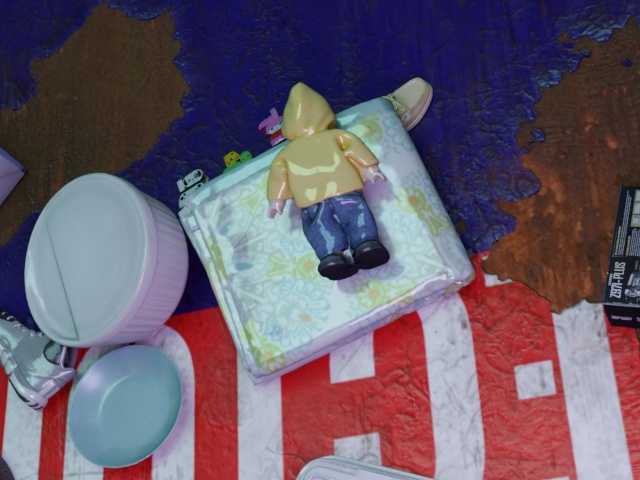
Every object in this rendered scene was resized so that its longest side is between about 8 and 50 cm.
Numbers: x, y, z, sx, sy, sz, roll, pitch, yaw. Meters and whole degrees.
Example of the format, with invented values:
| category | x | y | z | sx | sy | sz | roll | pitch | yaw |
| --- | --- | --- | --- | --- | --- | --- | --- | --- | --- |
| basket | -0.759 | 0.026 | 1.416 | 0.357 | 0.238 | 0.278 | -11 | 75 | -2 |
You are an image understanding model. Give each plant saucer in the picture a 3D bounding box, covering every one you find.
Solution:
| category | x | y | z | sx | sy | sz | roll | pitch | yaw |
| --- | --- | --- | --- | --- | --- | --- | --- | --- | --- |
| plant saucer | -0.289 | 0.255 | 1.774 | 0.195 | 0.037 | 0.195 | -9 | 61 | 17 |

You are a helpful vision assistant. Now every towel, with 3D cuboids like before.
| category | x | y | z | sx | sy | sz | roll | pitch | yaw |
| --- | --- | --- | --- | --- | --- | --- | --- | --- | --- |
| towel | 0.000 | 0.000 | 1.735 | 0.374 | 0.090 | 0.320 | -27 | 70 | 9 |

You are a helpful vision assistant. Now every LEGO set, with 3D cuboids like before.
| category | x | y | z | sx | sy | sz | roll | pitch | yaw |
| --- | --- | --- | --- | --- | --- | --- | --- | --- | --- |
| LEGO set | -0.125 | -0.127 | 1.883 | 0.227 | 0.087 | 0.093 | -32 | 53 | 12 |

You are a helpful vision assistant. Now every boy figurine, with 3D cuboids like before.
| category | x | y | z | sx | sy | sz | roll | pitch | yaw |
| --- | --- | --- | --- | --- | --- | --- | --- | --- | --- |
| boy figurine | -0.001 | -0.087 | 1.663 | 0.177 | 0.092 | 0.285 | -24 | 69 | 10 |

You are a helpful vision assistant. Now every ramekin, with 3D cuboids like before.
| category | x | y | z | sx | sy | sz | roll | pitch | yaw |
| --- | --- | --- | --- | --- | --- | --- | --- | --- | --- |
| ramekin | -0.324 | 0.038 | 1.812 | 0.273 | 0.127 | 0.273 | -9 | 74 | 35 |

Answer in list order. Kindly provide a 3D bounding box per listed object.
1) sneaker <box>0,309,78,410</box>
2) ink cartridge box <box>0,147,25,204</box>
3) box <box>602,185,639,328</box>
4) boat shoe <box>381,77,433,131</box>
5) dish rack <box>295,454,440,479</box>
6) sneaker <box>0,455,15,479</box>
| category | x | y | z | sx | sy | sz | roll | pitch | yaw |
| --- | --- | --- | --- | --- | --- | --- | --- | --- | --- |
| sneaker | -0.462 | 0.153 | 1.882 | 0.132 | 0.086 | 0.229 | -37 | 66 | -5 |
| ink cartridge box | -0.769 | -0.124 | 2.111 | 0.395 | 0.151 | 0.270 | 27 | 77 | 33 |
| box | 0.465 | 0.025 | 1.557 | 0.147 | 0.077 | 0.180 | 3 | 65 | 24 |
| boat shoe | 0.107 | -0.195 | 1.833 | 0.170 | 0.059 | 0.063 | -47 | 57 | -5 |
| dish rack | 0.046 | 0.448 | 1.515 | 0.285 | 0.072 | 0.333 | 8 | 66 | 27 |
| sneaker | -0.518 | 0.423 | 1.753 | 0.118 | 0.083 | 0.222 | -26 | 58 | 9 |
